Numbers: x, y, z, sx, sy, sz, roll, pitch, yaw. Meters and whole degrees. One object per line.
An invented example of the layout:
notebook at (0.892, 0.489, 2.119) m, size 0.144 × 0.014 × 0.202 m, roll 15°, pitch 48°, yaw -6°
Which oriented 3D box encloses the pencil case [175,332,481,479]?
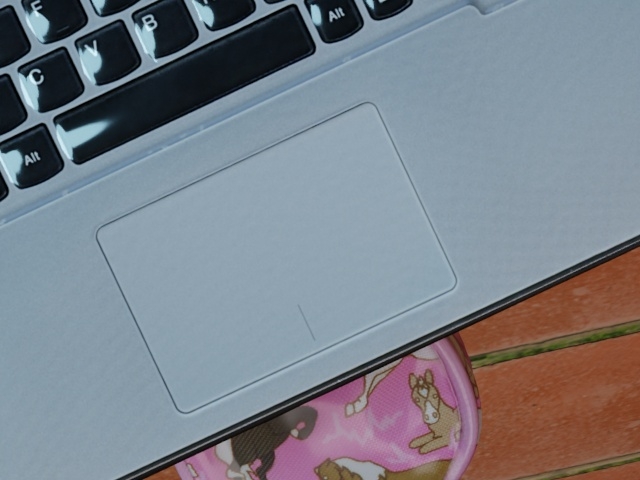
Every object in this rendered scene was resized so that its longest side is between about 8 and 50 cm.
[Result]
pencil case at (0.000, 0.000, 0.987) m, size 0.167 × 0.386 × 0.160 m, roll 31°, pitch 117°, yaw -19°

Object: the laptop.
laptop at (-0.067, -0.133, 0.559) m, size 0.382 × 0.408 × 0.236 m, roll -25°, pitch -179°, yaw 2°
